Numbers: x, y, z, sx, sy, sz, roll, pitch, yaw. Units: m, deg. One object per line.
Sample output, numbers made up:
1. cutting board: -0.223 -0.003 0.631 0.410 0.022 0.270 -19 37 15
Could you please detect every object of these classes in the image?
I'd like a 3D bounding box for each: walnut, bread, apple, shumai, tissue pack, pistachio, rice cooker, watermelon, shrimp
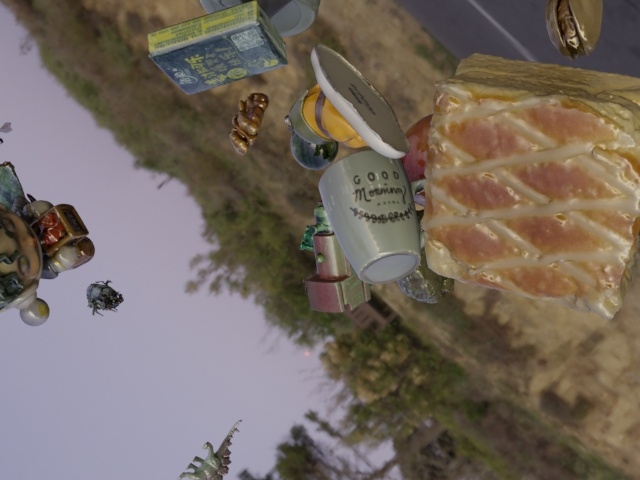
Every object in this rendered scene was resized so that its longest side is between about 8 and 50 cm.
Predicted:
1. walnut: -0.178 -0.290 2.154 0.069 0.143 0.170 21 -148 -11
2. bread: 0.376 -0.102 1.530 0.390 0.371 0.279 16 -154 24
3. apple: 0.353 -0.220 2.443 0.301 0.301 0.301 42 -174 -5
4. shumai: 0.241 0.048 2.428 0.189 0.255 0.218 -9 -177 -40
5. tissue pack: -0.221 -0.416 1.937 0.185 0.257 0.081 46 -146 -64
6. pistachio: 0.466 -0.404 1.627 0.113 0.149 0.113 1 171 0
7. rice cooker: -0.138 -0.695 2.258 0.335 0.325 0.335 7 161 2
8. watermelon: -0.610 -0.102 1.752 0.080 0.101 0.155 -22 -84 -50
9. shrimp: -0.481 0.124 1.914 0.076 0.082 0.174 59 155 -17
10. watermelon: -0.022 -0.293 2.546 0.140 0.141 0.187 50 162 53

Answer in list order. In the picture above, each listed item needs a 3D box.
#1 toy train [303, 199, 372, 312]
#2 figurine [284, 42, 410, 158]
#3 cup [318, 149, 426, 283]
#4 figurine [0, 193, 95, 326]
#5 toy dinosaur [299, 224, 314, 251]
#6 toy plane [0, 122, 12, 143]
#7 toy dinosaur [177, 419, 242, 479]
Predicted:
1. toy train: 0.055 0.022 2.208 0.150 0.304 0.221 3 -160 36
2. figurine: 0.024 -0.186 1.431 0.166 0.141 0.250 21 -148 -44
3. cup: 0.149 -0.048 1.836 0.186 0.258 0.234 98 158 -59
4. figurine: -0.522 0.022 1.518 0.261 0.186 0.382 53 -160 5
5. toy dinosaur: 0.000 0.000 2.357 0.096 0.132 0.059 19 -153 -5
6. toy plane: -0.724 -0.189 1.826 0.053 0.197 0.078 51 168 5
7. toy dinosaur: -0.228 0.470 1.887 0.082 0.209 0.039 39 156 -3
